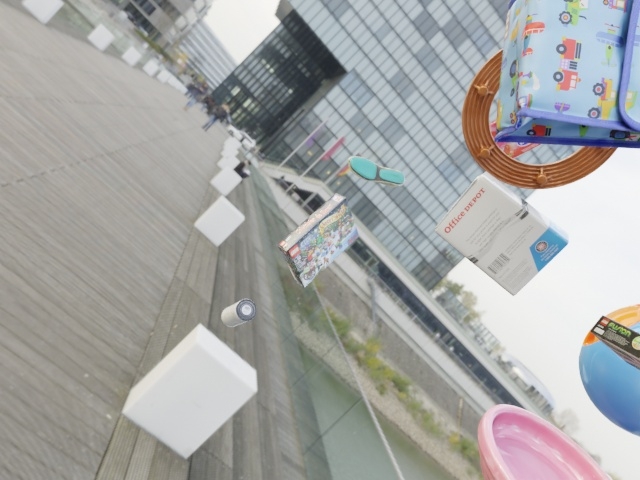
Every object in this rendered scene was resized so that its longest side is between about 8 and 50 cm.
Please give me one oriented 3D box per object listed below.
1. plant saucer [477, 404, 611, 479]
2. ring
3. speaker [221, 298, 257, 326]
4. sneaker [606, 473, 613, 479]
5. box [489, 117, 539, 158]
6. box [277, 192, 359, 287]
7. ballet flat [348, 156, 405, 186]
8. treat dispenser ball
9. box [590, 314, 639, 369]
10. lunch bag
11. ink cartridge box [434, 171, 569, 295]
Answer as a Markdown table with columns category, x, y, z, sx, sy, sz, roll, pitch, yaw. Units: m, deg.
| category | x | y | z | sx | sy | sz | roll | pitch | yaw |
| --- | --- | --- | --- | --- | --- | --- | --- | --- | --- |
| plant saucer | 0.437 | 0.472 | 0.914 | 0.331 | 0.084 | 0.332 | 26 | 22 | -11 |
| ring | 0.476 | -0.265 | 1.022 | 0.336 | 0.336 | 0.032 | 45 | 32 | -5 |
| speaker | -0.208 | 0.185 | 1.207 | 0.055 | 0.055 | 0.136 | 45 | -30 | -8 |
| sneaker | 0.631 | 0.691 | 1.120 | 0.110 | 0.292 | 0.118 | 42 | -17 | -17 |
| box | 0.630 | -0.349 | 1.457 | 0.128 | 0.256 | 0.122 | 59 | 25 | -6 |
| box | 0.000 | 0.000 | 1.343 | 0.044 | 0.233 | 0.159 | 30 | -25 | 40 |
| ballet flat | 0.140 | -0.172 | 1.250 | 0.168 | 0.057 | 0.052 | 17 | -15 | -16 |
| treat dispenser ball | 0.719 | 0.281 | 1.029 | 0.288 | 0.288 | 0.288 | 45 | 4 | -4 |
| box | 0.514 | 0.189 | 0.697 | 0.114 | 0.036 | 0.207 | 35 | 4 | -21 |
| lunch bag | 0.415 | -0.247 | 0.662 | 0.292 | 0.221 | 0.138 | 6 | -3 | 6 |
| ink cartridge box | 0.334 | -0.016 | 0.889 | 0.190 | 0.140 | 0.082 | 42 | 29 | 12 |
